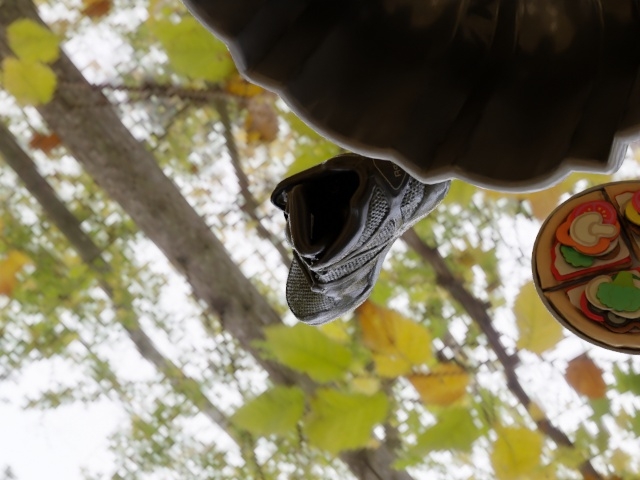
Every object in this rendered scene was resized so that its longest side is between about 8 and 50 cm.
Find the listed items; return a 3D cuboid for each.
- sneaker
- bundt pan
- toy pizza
[{"bbox_3d":[0.000,0.000,1.140,0.087,0.130,0.227,63,-38,19],"label":"sneaker"},{"bbox_3d":[0.065,-0.185,0.740,0.331,0.331,0.124,5,-134,37],"label":"bundt pan"},{"bbox_3d":[0.297,0.017,1.307,0.201,0.032,0.201,-3,-127,5],"label":"toy pizza"}]
